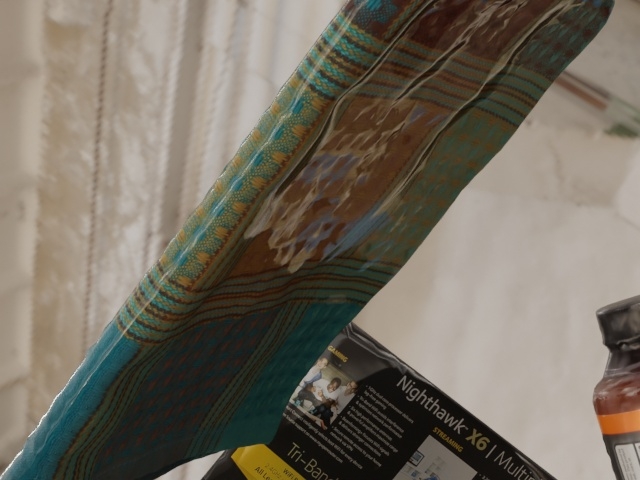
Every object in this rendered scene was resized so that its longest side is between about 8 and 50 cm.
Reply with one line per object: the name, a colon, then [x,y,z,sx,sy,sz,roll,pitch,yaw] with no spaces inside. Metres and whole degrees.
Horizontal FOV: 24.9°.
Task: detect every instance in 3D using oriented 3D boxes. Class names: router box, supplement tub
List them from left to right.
router box: [0.055,0.235,0.964,0.243,0.309,0.081,-49,-24,-8]
supplement tub: [0.215,0.122,0.802,0.106,0.198,0.106,-16,-5,-1]

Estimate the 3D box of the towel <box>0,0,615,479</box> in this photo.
towel: [0.000,0.000,0.780,0.370,0.040,0.271,-52,-18,21]
